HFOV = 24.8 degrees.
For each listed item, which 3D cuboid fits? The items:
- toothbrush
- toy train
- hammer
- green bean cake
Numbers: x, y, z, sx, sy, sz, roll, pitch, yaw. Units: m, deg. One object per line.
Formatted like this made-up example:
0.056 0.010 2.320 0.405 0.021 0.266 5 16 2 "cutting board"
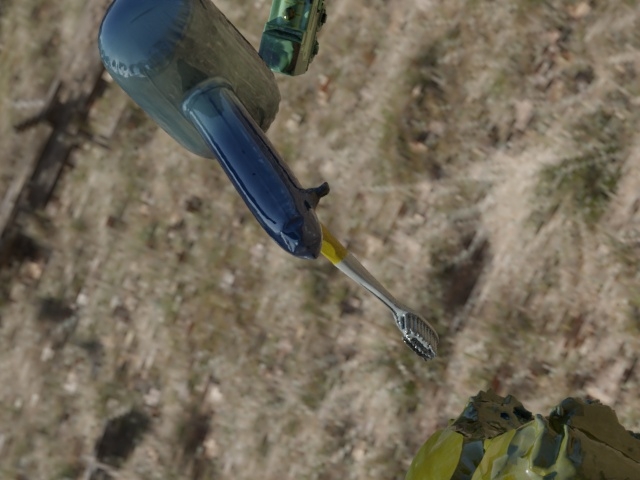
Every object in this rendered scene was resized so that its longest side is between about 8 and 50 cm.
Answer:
0.000 0.000 1.072 0.021 0.288 0.024 -34 31 21 "toothbrush"
-0.016 -0.152 0.983 0.033 0.053 0.083 16 105 12 "toy train"
-0.044 -0.056 0.766 0.069 0.116 0.194 -39 50 4 "hammer"
0.198 0.252 1.409 0.285 0.202 0.310 -62 10 19 "green bean cake"
